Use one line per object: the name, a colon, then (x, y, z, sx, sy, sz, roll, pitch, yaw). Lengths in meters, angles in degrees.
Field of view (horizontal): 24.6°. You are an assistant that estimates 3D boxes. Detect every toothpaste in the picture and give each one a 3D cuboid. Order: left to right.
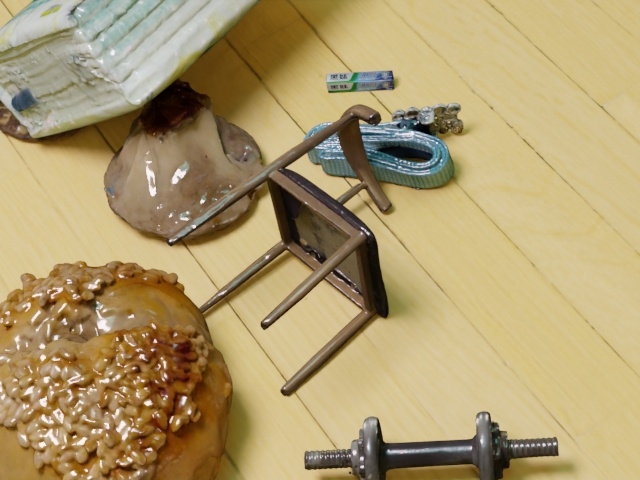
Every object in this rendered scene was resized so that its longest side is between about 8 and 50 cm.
toothpaste: (0.049, -0.196, 1.811, 0.083, 0.020, 0.017, -3, 58, 8)

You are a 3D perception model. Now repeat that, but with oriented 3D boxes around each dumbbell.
dumbbell: (0.109, 0.212, 1.463, 0.253, 0.082, 0.082, -5, 53, 7)

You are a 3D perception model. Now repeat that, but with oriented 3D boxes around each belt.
belt: (0.072, -0.116, 1.725, 0.179, 0.065, 0.100, 7, 66, 14)

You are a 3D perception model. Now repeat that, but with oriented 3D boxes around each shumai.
shumai: (-0.164, -0.103, 1.720, 0.201, 0.120, 0.201, -4, 51, 5)

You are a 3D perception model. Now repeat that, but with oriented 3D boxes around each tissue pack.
tissue pack: (-0.198, -0.302, 1.763, 0.388, 0.162, 0.287, -47, 23, -28)

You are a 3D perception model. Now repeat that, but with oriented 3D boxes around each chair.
chair: (0.000, 0.000, 1.575, 0.272, 0.188, 0.166, -42, 62, -17)

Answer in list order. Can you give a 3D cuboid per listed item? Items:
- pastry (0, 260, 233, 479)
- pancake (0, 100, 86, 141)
pastry: (-0.235, 0.152, 1.503, 0.284, 0.184, 0.316, -14, 53, 1)
pancake: (-0.342, -0.203, 1.884, 0.199, 0.021, 0.199, -5, 53, 6)
